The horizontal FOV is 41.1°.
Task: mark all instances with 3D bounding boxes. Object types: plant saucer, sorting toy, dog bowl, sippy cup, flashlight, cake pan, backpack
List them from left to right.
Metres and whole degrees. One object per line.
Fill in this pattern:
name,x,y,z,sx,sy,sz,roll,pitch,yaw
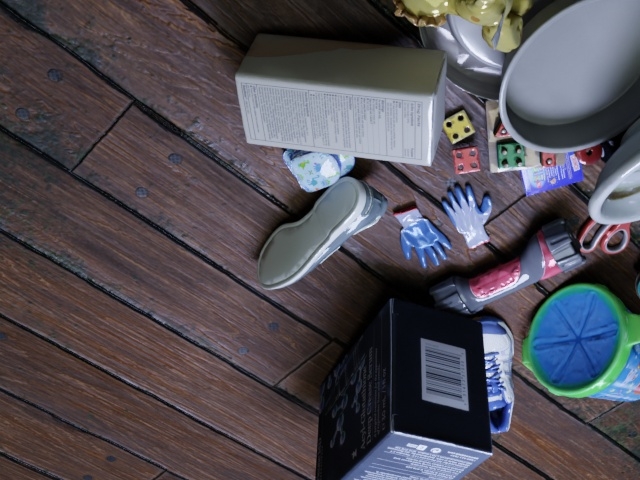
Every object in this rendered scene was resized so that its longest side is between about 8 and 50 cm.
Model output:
backpack,0.001,-0.145,1.499,0.114,0.084,0.105,-23,129,11
flashlight,0.363,0.062,1.684,0.304,0.103,0.103,-26,164,22
sorting toy,0.350,-0.183,1.483,0.274,0.046,0.132,-5,111,7
dog bowl,0.315,-0.389,1.307,0.348,0.102,0.349,-2,130,-2
cake pan,0.405,-0.262,1.307,0.293,0.054,0.293,-9,137,-9
sippy cup,0.587,0.229,1.762,0.224,0.305,0.240,24,96,-34
plant saucer,0.610,-0.164,1.390,0.400,0.101,0.400,-18,160,-7

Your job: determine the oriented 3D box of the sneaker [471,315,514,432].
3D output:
sneaker,0.379,0.294,1.850,0.111,0.131,0.297,-13,127,9

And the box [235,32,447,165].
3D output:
box,0.036,-0.224,1.347,0.311,0.121,0.148,9,138,12

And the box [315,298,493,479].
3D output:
box,0.155,0.358,1.737,0.211,0.294,0.395,15,139,-14

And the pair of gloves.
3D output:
pair of gloves,0.243,-0.026,1.650,0.198,0.023,0.159,-21,127,14

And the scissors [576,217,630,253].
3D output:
scissors,0.599,-0.082,1.624,0.108,0.021,0.297,15,127,-15

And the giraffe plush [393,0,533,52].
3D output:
giraffe plush,0.189,-0.346,1.182,0.170,0.210,0.181,12,138,24

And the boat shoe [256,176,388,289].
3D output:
boat shoe,0.000,0.000,1.600,0.099,0.116,0.319,10,140,-42

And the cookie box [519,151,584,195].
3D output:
cookie box,0.417,-0.139,1.554,0.107,0.040,0.092,-15,127,10

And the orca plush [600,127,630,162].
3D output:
orca plush,0.542,-0.234,1.444,0.151,0.102,0.287,12,127,-13

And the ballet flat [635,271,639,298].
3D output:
ballet flat,0.750,0.000,1.644,0.123,0.123,0.349,20,130,-18
